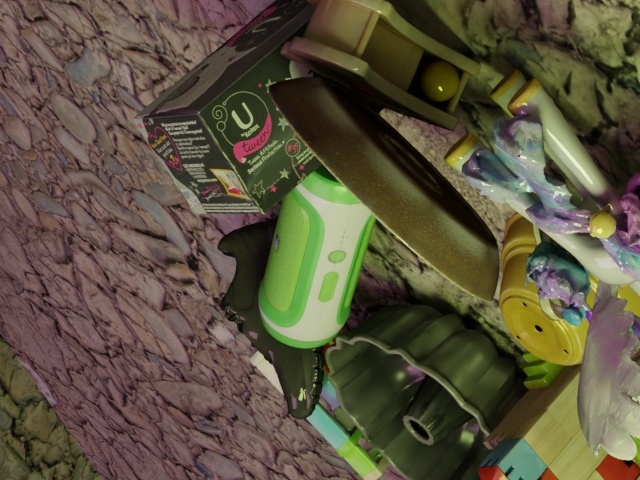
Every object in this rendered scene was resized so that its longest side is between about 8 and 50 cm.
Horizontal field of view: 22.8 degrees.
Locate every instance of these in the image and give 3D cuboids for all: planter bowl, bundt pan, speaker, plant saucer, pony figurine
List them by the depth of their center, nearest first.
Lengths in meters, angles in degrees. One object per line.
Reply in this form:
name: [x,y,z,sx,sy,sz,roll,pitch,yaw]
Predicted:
pony figurine: [0.290,0.005,1.515,0.363,0.303,0.351,45,-173,-5]
plant saucer: [0.076,-0.064,1.590,0.310,0.050,0.310,43,-169,-10]
planter bowl: [0.269,0.075,1.797,0.217,0.090,0.217,36,153,22]
speaker: [0.000,0.000,1.993,0.131,0.131,0.296,36,138,20]
bundt pan: [0.168,0.214,2.116,0.331,0.124,0.331,36,153,22]

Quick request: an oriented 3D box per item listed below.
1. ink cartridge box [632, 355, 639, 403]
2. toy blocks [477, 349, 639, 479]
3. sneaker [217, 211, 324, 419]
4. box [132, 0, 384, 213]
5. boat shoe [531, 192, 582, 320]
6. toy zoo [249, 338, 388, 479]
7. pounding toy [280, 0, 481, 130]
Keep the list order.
ink cartridge box: [0.479,0.253,1.769,0.333,0.065,0.165,48,155,0]
toy blocks: [0.315,0.337,1.912,0.381,0.261,0.190,51,154,-9]
sneaker: [-0.068,0.109,2.183,0.109,0.130,0.286,71,-173,-76]
box: [-0.057,-0.157,1.770,0.163,0.247,0.142,2,129,56]
boat shoe: [0.262,0.009,1.698,0.049,0.056,0.152,-7,88,49]
toy zoo: [0.004,0.204,2.306,0.293,0.192,0.030,47,114,0]
pounding toy: [0.056,-0.231,1.614,0.269,0.155,0.154,24,179,-30]
